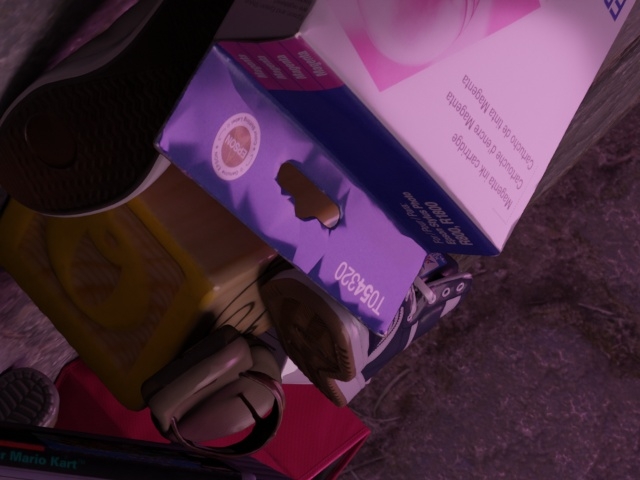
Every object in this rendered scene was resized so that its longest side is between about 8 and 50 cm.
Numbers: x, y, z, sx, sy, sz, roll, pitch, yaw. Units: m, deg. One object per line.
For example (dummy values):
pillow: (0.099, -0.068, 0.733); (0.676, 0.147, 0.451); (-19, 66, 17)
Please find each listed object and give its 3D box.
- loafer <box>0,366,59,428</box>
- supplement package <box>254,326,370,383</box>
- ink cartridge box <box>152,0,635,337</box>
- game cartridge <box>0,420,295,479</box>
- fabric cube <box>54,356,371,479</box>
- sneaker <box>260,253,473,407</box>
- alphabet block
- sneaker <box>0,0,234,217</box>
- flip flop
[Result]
loafer: (-0.346, 0.234, 1.773); (0.251, 0.094, 0.087); (-42, 164, -5)
supplement package: (0.000, 0.000, 1.715); (0.134, 0.139, 0.244); (5, 110, -47)
ink cartridge box: (0.072, -0.125, 1.191); (0.324, 0.071, 0.330); (41, 73, -53)
game cartridge: (-0.198, 0.180, 1.445); (0.230, 0.355, 0.068); (174, -75, -70)
fabric cube: (-0.150, 0.240, 2.035); (0.259, 0.258, 0.254); (-33, 163, -39)
sneaker: (0.042, 0.037, 1.423); (0.153, 0.099, 0.282); (-42, 169, -9)
alphabet block: (-0.112, -0.017, 1.436); (0.197, 0.193, 0.192); (-32, 162, -42)
sneaker: (-0.111, -0.113, 1.259); (0.290, 0.106, 0.123); (-31, -167, 35)
flip flop: (-0.071, 0.128, 1.407); (0.112, 0.080, 0.277); (-40, 170, -6)
